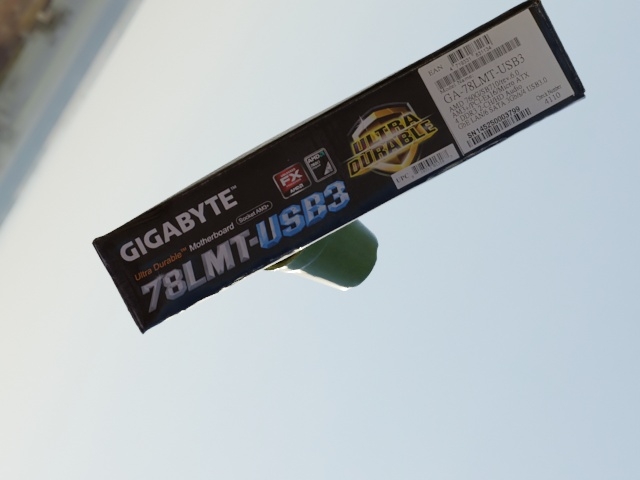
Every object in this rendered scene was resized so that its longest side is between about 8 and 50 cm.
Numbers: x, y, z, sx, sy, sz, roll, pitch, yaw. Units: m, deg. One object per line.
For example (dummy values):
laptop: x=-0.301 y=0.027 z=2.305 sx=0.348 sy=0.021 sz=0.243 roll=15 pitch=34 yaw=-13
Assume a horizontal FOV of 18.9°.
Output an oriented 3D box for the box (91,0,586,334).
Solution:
box: x=0.015 y=-0.050 z=1.231 sx=0.293 sy=0.073 sz=0.295 roll=-26 pitch=-178 yaw=4

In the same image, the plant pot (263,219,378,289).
plant pot: x=0.000 y=0.000 z=1.441 sx=0.083 sy=0.079 sz=0.083 roll=-29 pitch=-134 yaw=34
